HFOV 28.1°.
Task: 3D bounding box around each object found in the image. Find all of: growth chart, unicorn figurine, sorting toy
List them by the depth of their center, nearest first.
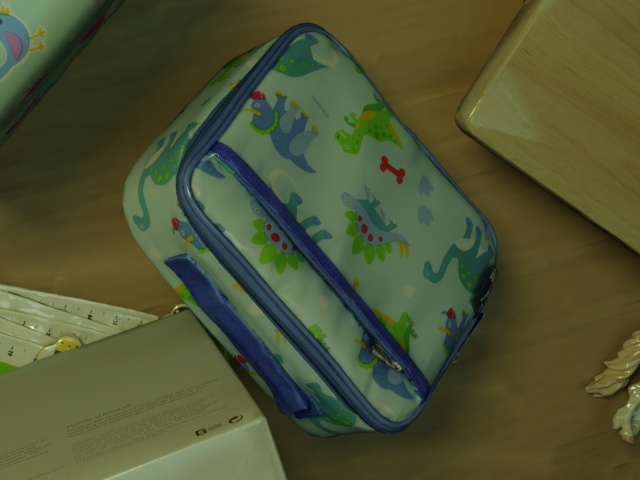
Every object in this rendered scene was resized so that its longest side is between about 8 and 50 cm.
[{"bbox_3d":[-0.173,0.105,0.794,0.237,0.021,0.172,8,99,-18],"label":"growth chart"},{"bbox_3d":[0.241,-0.118,0.845,0.257,0.089,0.255,33,89,-20],"label":"sorting toy"},{"bbox_3d":[0.279,0.114,0.914,0.162,0.060,0.111,30,91,-20],"label":"unicorn figurine"}]

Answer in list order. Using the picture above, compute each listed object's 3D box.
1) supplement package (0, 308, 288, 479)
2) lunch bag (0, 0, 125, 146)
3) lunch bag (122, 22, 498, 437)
[{"bbox_3d":[-0.121,0.159,0.701,0.194,0.203,0.149,-19,107,-11],"label":"supplement package"},{"bbox_3d":[-0.225,-0.185,0.654,0.262,0.160,0.223,41,89,-8],"label":"lunch bag"},{"bbox_3d":[0.000,0.000,0.757,0.219,0.090,0.176,51,52,-19],"label":"lunch bag"}]
